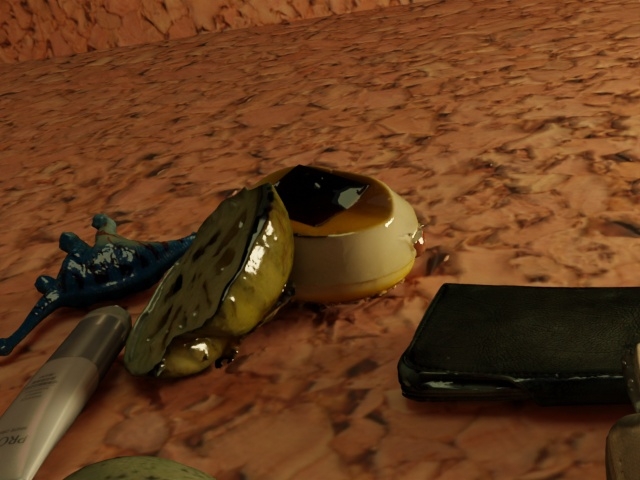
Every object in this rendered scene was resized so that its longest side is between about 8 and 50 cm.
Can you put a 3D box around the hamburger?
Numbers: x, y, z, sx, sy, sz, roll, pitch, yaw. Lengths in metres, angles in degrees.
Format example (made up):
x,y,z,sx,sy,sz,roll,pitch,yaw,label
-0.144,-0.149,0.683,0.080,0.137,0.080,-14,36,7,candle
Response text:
x,y,z,sx,sy,sz,roll,pitch,yaw,label
0.000,0.000,1.041,0.210,0.116,0.173,12,39,38,hamburger

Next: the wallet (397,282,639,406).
x,y,z,sx,sy,sz,roll,pitch,yaw,label
0.226,0.079,0.808,0.318,0.045,0.172,-3,20,22,wallet

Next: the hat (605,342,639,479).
x,y,z,sx,sy,sz,roll,pitch,yaw,label
0.251,0.142,0.511,0.232,0.161,0.275,13,6,24,hat

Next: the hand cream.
x,y,z,sx,sy,sz,roll,pitch,yaw,label
-0.227,0.137,0.878,0.079,0.048,0.255,-19,19,21,hand cream

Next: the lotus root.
x,y,z,sx,sy,sz,roll,pitch,yaw,label
-0.086,0.052,0.930,0.183,0.078,0.204,-18,39,57,lotus root

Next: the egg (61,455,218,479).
x,y,z,sx,sy,sz,roll,pitch,yaw,label
-0.096,0.187,0.559,0.141,0.141,0.181,-22,23,-27,egg

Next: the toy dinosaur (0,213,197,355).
x,y,z,sx,sy,sz,roll,pitch,yaw,label
-0.234,0.026,1.134,0.329,0.076,0.144,-25,32,-27,toy dinosaur
